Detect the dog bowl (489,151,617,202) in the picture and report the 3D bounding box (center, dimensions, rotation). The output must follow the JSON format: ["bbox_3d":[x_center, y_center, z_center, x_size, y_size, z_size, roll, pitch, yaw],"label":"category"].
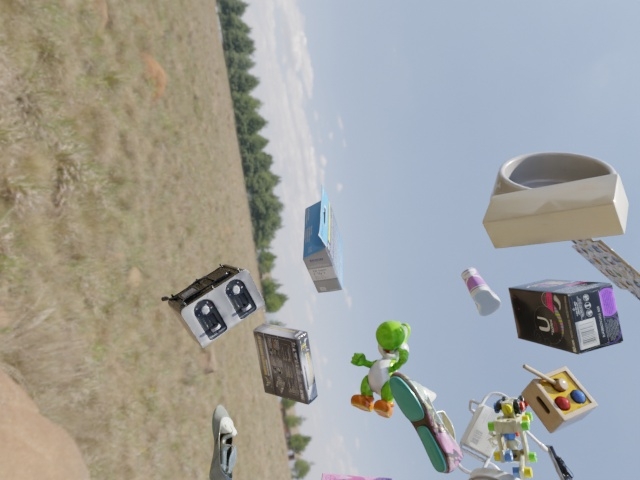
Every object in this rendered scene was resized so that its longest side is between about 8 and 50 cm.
[{"bbox_3d":[0.669,-0.156,1.453,0.349,0.348,0.102,-111,-168,-60],"label":"dog bowl"}]

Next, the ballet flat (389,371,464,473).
[{"bbox_3d":[0.220,0.360,1.036,0.221,0.079,0.077,60,-36,10],"label":"ballet flat"}]

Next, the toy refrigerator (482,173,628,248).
[{"bbox_3d":[0.510,-0.056,1.109,0.094,0.269,0.102,55,48,-25],"label":"toy refrigerator"}]

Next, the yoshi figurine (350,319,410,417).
[{"bbox_3d":[0.230,0.444,1.861,0.203,0.203,0.362,121,-7,-65],"label":"yoshi figurine"}]

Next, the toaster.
[{"bbox_3d":[-0.236,0.136,1.115,0.185,0.168,0.110,5,-56,62],"label":"toaster"}]

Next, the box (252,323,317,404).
[{"bbox_3d":[-0.111,0.386,1.591,0.056,0.183,0.231,-27,114,-50],"label":"box"}]

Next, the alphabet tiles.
[{"bbox_3d":[0.990,0.087,1.724,0.342,0.011,0.285,45,5,11],"label":"alphabet tiles"}]

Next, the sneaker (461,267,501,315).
[{"bbox_3d":[0.672,0.205,2.132,0.282,0.102,0.161,50,15,-48],"label":"sneaker"}]

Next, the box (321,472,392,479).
[{"bbox_3d":[0.113,0.863,1.618,0.213,0.243,0.117,-41,133,-82],"label":"box"}]

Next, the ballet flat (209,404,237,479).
[{"bbox_3d":[-0.253,0.543,1.361,0.072,0.068,0.213,47,28,-42],"label":"ballet flat"}]

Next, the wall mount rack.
[{"bbox_3d":[0.642,0.741,1.836,0.304,0.350,0.130,21,-39,32],"label":"wall mount rack"}]

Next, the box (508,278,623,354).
[{"bbox_3d":[0.679,0.205,1.428,0.270,0.143,0.165,170,-91,-78],"label":"box"}]

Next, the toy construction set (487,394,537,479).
[{"bbox_3d":[0.613,0.614,1.613,0.327,0.151,0.215,37,45,-72],"label":"toy construction set"}]

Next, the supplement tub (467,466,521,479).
[{"bbox_3d":[0.483,0.859,1.446,0.331,0.241,0.241,-52,150,-40],"label":"supplement tub"}]

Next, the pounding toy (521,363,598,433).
[{"bbox_3d":[0.554,0.360,1.202,0.100,0.130,0.141,101,-32,-45],"label":"pounding toy"}]

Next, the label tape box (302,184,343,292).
[{"bbox_3d":[0.000,0.000,1.917,0.348,0.115,0.249,66,20,-48],"label":"label tape box"}]

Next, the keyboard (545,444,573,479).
[{"bbox_3d":[0.904,0.856,1.877,0.100,0.038,0.192,66,3,-71],"label":"keyboard"}]
